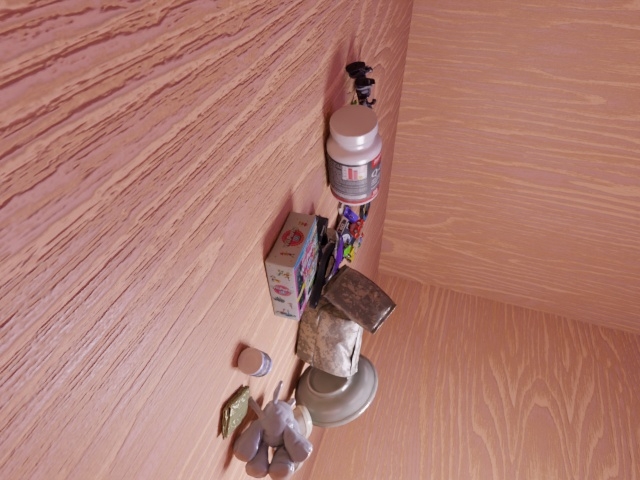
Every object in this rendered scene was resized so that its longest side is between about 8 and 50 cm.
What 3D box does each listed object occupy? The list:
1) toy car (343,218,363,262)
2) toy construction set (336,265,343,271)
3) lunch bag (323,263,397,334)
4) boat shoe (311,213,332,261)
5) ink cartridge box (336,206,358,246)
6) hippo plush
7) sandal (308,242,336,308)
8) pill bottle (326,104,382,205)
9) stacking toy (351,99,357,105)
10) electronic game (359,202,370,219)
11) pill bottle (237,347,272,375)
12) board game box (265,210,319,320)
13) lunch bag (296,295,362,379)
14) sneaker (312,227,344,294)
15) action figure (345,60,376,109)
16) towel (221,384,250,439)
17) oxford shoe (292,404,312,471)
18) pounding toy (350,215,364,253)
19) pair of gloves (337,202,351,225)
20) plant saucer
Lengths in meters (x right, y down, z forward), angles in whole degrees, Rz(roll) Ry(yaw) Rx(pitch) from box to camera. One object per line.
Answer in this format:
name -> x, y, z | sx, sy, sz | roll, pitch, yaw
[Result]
toy car -> 0.128, 0.022, 2.073 | 0.225, 0.053, 0.239 | -38, 144, -61
toy construction set -> 0.085, 0.250, 2.124 | 0.237, 0.257, 0.309 | -60, -178, 1
lunch bag -> 0.141, 0.216, 1.691 | 0.169, 0.235, 0.287 | -51, 179, 1
boat shoe -> 0.000, 0.000, 1.733 | 0.095, 0.079, 0.254 | -63, 160, -46
ink cartridge box -> 0.137, -0.044, 2.178 | 0.208, 0.045, 0.206 | -67, 155, -1
hippo plush -> -0.175, 0.643, 1.485 | 0.294, 0.234, 0.236 | 64, -9, 4
sandal -> 0.019, 0.129, 1.585 | 0.097, 0.054, 0.254 | -36, 142, -76
pill bottle -> 0.130, -0.320, 1.684 | 0.363, 0.210, 0.210 | 82, 25, -56
stacking toy -> 0.143, -0.478, 1.926 | 0.167, 0.052, 0.221 | 73, 32, -64
electronic game -> 0.292, -0.230, 2.758 | 0.229, 0.048, 0.229 | 13, 90, -76
pill bottle -> -0.191, 0.369, 1.311 | 0.137, 0.078, 0.078 | 66, 39, -68
board game box -> -0.084, 0.090, 1.450 | 0.303, 0.097, 0.224 | 86, 20, -49
lunch bag -> 0.059, 0.412, 1.878 | 0.212, 0.256, 0.305 | -8, 113, -51
sneaker -> 0.047, 0.099, 1.908 | 0.146, 0.102, 0.293 | 18, 85, -63
action figure -> 0.180, -0.634, 1.796 | 0.285, 0.099, 0.185 | -16, 93, -78
towel -> -0.253, 0.505, 1.299 | 0.148, 0.027, 0.110 | -31, 131, -70
oxford shoe -> -0.140, 0.882, 1.920 | 0.130, 0.169, 0.449 | -11, 134, -27
pounding toy -> 0.193, -0.059, 2.369 | 0.206, 0.094, 0.181 | 92, 16, -62
pair of gloves -> 0.139, -0.178, 2.207 | 0.204, 0.042, 0.240 | 86, 21, -50
plant saucer -> 0.054, 0.634, 1.967 | 0.100, 0.400, 0.400 | 66, 33, -31
